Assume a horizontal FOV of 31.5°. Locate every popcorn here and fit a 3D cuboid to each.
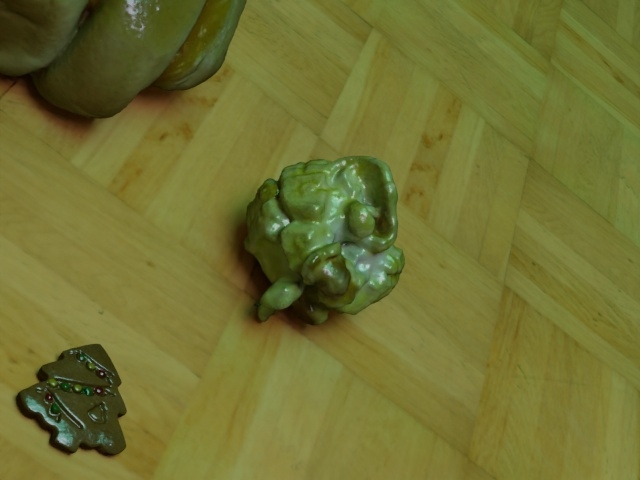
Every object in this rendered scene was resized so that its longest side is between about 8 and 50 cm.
[{"bbox_3d":[0.000,0.000,0.958,0.136,0.162,0.141,27,0,32],"label":"popcorn"}]

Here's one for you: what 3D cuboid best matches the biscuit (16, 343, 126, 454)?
[{"bbox_3d":[-0.163,0.107,0.783,0.082,0.016,0.092,33,41,-16],"label":"biscuit"}]

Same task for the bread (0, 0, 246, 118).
[{"bbox_3d":[-0.200,-0.269,0.934,0.341,0.210,0.300,35,41,-16],"label":"bread"}]
